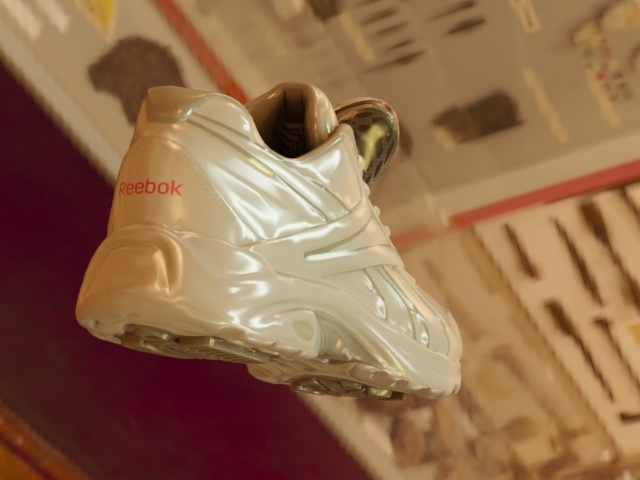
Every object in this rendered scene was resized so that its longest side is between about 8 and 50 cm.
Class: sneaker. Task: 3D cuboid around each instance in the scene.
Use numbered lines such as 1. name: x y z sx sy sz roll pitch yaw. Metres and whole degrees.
1. sneaker: -0.006 -0.027 1.001 0.063 0.170 0.075 56 -15 -24
2. sneaker: 0.000 0.000 0.612 0.232 0.090 0.115 26 69 -62
